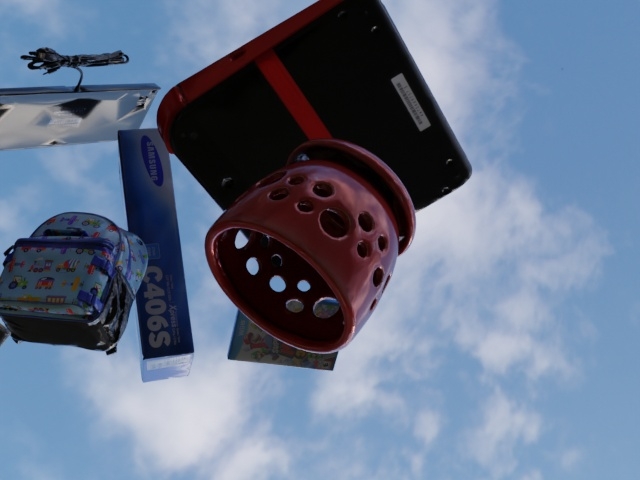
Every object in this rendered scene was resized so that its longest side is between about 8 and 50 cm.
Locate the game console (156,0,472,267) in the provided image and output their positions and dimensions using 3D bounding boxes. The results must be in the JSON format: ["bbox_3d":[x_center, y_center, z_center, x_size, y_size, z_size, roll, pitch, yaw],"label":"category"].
[{"bbox_3d":[-0.001,-0.132,1.307,0.342,0.060,0.386,-32,-48,7],"label":"game console"}]

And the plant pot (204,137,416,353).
[{"bbox_3d":[0.000,0.000,1.011,0.191,0.174,0.191,27,-36,22],"label":"plant pot"}]

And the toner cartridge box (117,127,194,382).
[{"bbox_3d":[-0.249,0.023,1.395,0.075,0.165,0.347,-5,-108,-14],"label":"toner cartridge box"}]

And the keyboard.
[{"bbox_3d":[-0.380,-0.219,1.417,0.033,0.317,0.201,52,-52,21],"label":"keyboard"}]

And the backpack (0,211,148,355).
[{"bbox_3d":[-0.294,0.035,1.121,0.158,0.173,0.116,6,-35,14],"label":"backpack"}]

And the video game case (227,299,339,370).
[{"bbox_3d":[-0.047,0.136,1.403,0.166,0.015,0.119,8,-66,-14],"label":"video game case"}]

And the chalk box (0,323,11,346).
[{"bbox_3d":[-0.486,0.137,0.912,0.289,0.179,0.180,-53,-57,-17],"label":"chalk box"}]
